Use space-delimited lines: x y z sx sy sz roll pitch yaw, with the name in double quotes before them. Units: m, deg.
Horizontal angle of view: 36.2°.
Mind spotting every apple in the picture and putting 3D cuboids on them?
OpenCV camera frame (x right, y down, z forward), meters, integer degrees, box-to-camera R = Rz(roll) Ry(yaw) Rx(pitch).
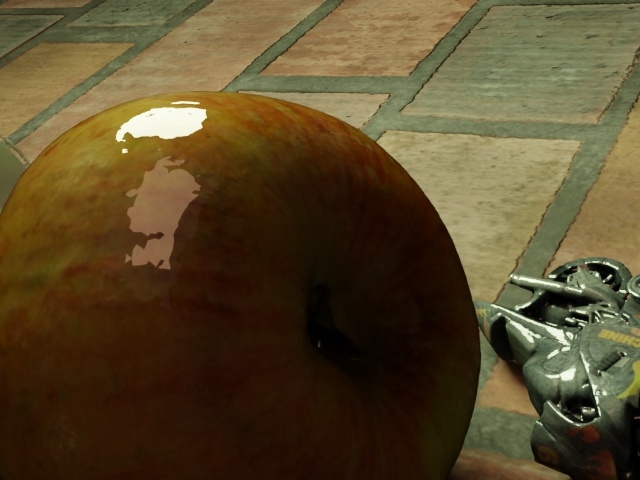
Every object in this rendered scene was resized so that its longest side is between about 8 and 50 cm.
"apple" -0.075 0.087 0.763 0.334 0.400 0.400 -17 21 47

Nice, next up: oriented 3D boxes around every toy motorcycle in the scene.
"toy motorcycle" 0.240 0.114 0.840 0.173 0.108 0.307 -22 30 -1

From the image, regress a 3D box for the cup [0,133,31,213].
"cup" -0.529 -0.022 1.255 0.274 0.253 0.253 3 35 39
